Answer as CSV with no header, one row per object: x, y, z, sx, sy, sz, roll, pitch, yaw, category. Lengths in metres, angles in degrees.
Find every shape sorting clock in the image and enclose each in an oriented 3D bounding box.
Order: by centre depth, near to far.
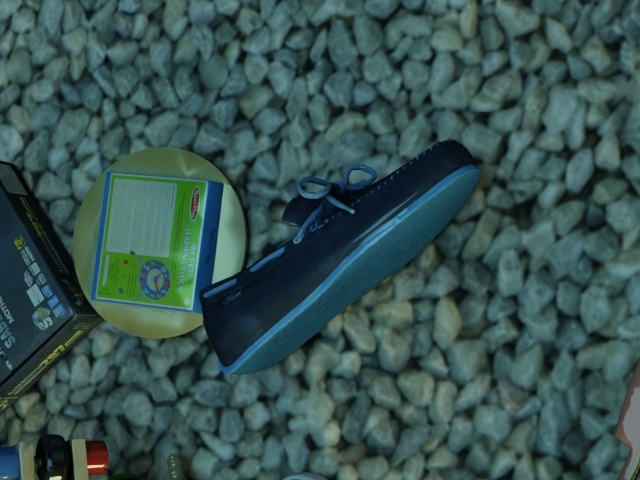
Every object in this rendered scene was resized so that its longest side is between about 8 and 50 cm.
-0.173,0.002,1.683,0.206,0.040,0.206,-3,83,24,shape sorting clock

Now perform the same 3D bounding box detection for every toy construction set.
-0.306,0.337,1.551,0.257,0.309,0.237,-35,50,30,toy construction set

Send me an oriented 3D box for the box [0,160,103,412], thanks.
-0.372,0.052,1.775,0.183,0.059,0.233,-41,67,20,box

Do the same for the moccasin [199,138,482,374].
0.000,0.000,1.536,0.342,0.137,0.117,-38,70,19,moccasin

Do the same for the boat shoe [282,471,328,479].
-0.032,0.381,1.533,0.108,0.102,0.301,3,86,29,boat shoe

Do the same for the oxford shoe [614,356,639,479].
0.306,0.259,1.357,0.130,0.123,0.348,14,92,23,oxford shoe
